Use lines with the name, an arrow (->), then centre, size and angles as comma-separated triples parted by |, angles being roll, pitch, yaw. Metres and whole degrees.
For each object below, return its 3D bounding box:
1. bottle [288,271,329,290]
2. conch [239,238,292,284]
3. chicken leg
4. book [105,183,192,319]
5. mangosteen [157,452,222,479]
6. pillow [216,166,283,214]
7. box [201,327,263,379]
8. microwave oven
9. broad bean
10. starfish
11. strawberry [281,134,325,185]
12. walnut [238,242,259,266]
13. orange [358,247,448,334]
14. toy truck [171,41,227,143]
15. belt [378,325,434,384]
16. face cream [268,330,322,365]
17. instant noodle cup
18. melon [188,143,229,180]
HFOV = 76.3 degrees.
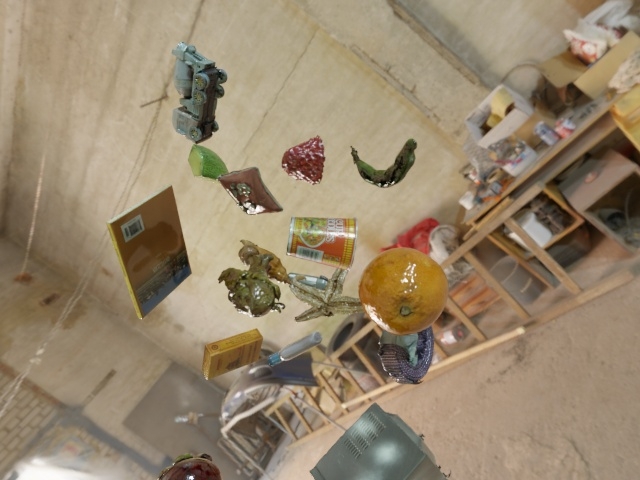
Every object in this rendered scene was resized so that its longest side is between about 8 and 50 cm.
bottle -> -0.072, 0.235, 2.376 | 0.079, 0.254, 0.096 | -48, -37, -62
conch -> -0.262, 0.106, 1.915 | 0.093, 0.330, 0.109 | -51, -5, -35
chicken leg -> -0.244, 0.141, 1.392 | 0.140, 0.211, 0.361 | -60, 25, 14
book -> -0.538, 0.037, 1.325 | 0.262, 0.028, 0.374 | -54, -28, -50
mangosteen -> -0.374, 0.691, 1.156 | 0.200, 0.200, 0.200 | -51, 5, 6
pillow -> -0.226, -0.146, 1.299 | 0.171, 0.179, 0.075 | -5, 44, 35
box -> -0.419, 0.539, 1.949 | 0.274, 0.076, 0.174 | -11, -50, -36
microwave oven -> 0.225, 0.798, 1.375 | 0.374, 0.432, 0.236 | -42, 44, -11
broad bean -> 0.189, -0.226, 1.223 | 0.049, 0.144, 0.292 | -28, 20, -27
starfish -> 0.060, 0.228, 1.862 | 0.432, 0.082, 0.324 | -19, 52, 18
strawberry -> -0.086, -0.370, 1.835 | 0.234, 0.178, 0.234 | -178, 90, -66
walnut -> -0.282, 0.055, 1.604 | 0.079, 0.082, 0.096 | -97, 13, -50
orange -> 0.288, 0.177, 1.428 | 0.312, 0.312, 0.312 | -51, 5, 6
toy truck -> -0.370, -0.426, 1.191 | 0.108, 0.140, 0.256 | -52, -14, -52
belt -> 0.370, 0.432, 1.717 | 0.122, 0.260, 0.325 | -18, 36, 47
face cream -> -0.153, 0.629, 2.348 | 0.337, 0.080, 0.163 | -31, -8, 16
instant noodle cup -> 0.000, 0.000, 1.338 | 0.193, 0.212, 0.193 | -173, 90, -86
melon -> -0.575, -0.384, 2.222 | 0.124, 0.196, 0.323 | -23, -17, 19
